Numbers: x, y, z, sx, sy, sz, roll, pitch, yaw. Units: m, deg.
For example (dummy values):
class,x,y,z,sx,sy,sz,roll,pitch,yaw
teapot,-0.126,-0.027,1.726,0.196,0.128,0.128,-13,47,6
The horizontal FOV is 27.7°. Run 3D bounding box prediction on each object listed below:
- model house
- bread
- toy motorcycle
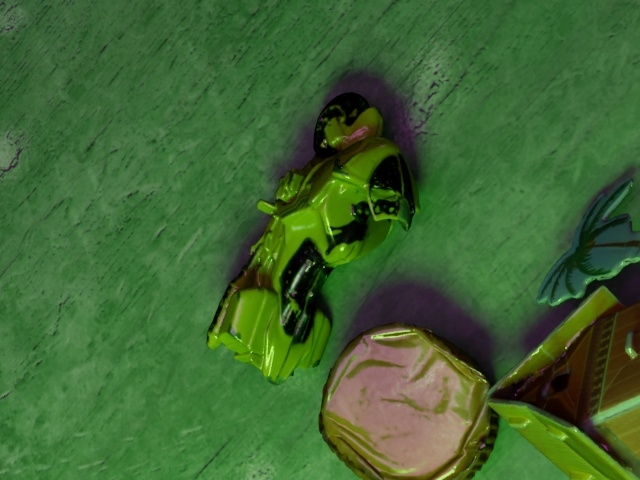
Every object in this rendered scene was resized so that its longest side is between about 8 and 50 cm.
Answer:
class,x,y,z,sx,sy,sz,roll,pitch,yaw
model house,0.369,0.129,1.343,0.300,0.340,0.323,42,132,-17
bread,0.102,0.192,1.450,0.199,0.104,0.199,-3,81,17
toy motorcycle,0.002,0.001,1.497,0.342,0.142,0.206,-63,29,4
